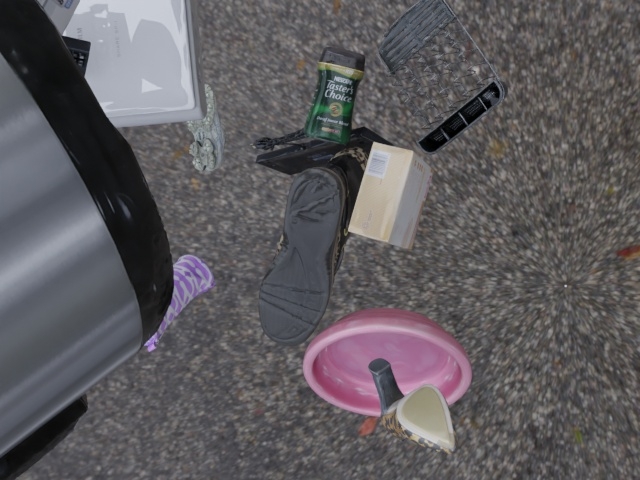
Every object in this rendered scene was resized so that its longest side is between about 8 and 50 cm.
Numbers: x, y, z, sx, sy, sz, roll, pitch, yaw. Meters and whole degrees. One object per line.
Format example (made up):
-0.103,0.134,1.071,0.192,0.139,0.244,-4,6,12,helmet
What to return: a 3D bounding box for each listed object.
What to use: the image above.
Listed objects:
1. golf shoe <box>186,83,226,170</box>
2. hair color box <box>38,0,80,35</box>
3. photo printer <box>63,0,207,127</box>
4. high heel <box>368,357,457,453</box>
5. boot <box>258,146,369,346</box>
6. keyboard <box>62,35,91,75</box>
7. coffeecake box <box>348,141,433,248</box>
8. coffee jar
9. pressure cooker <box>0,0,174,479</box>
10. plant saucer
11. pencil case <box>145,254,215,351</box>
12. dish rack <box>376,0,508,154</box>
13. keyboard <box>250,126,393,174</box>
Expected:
-0.230,-0.231,1.747,0.069,0.086,0.176,3,97,23,golf shoe
-0.348,-0.300,0.698,0.110,0.339,0.185,13,75,43,hair color box
-0.342,-0.302,1.323,0.307,0.107,0.256,-4,93,3,photo printer
0.180,0.335,1.486,0.093,0.261,0.186,-29,122,-13,high heel
0.000,0.000,1.698,0.138,0.284,0.377,16,114,12,boot
-0.417,-0.275,1.189,0.180,0.108,0.023,9,57,-19,keyboard
0.116,-0.066,1.353,0.068,0.185,0.142,16,90,18,coffeecake box
0.029,-0.288,1.688,0.096,0.079,0.184,11,98,-5,coffee jar
-0.353,0.026,0.509,0.420,0.370,0.375,-38,73,-27,pressure cooker
0.133,0.238,1.693,0.332,0.332,0.084,-8,48,16,plant saucer
-0.283,0.112,1.585,0.088,0.206,0.086,43,138,-4,pencil case
0.224,-0.331,1.661,0.208,0.074,0.271,-38,80,35,dish rack
-0.020,-0.203,1.846,0.317,0.201,0.033,-10,71,40,keyboard
